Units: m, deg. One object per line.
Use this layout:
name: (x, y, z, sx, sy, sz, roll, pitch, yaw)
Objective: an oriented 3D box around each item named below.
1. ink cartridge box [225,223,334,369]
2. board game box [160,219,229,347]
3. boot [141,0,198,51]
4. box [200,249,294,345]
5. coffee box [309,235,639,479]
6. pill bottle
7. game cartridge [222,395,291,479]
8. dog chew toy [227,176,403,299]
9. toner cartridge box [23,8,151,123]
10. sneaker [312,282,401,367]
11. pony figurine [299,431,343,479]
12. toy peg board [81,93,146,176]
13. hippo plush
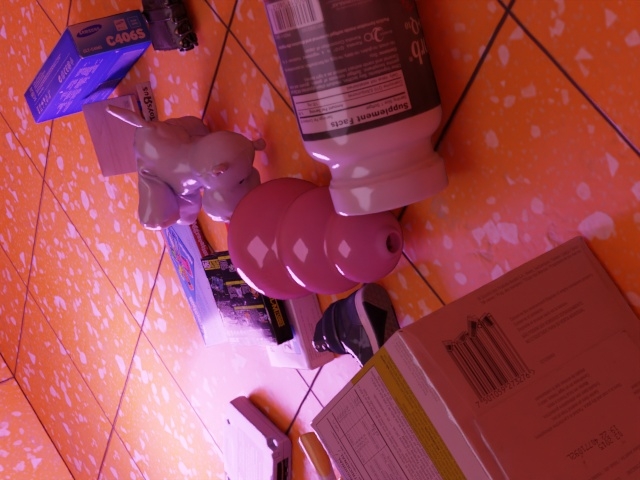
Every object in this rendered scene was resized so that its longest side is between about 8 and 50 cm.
ink cartridge box: (-0.106, 0.093, 2.319, 0.261, 0.066, 0.296, -2, 107, 55)
board game box: (-0.253, 0.084, 2.569, 0.145, 0.027, 0.281, -20, 92, 57)
boot: (-0.274, -0.459, 2.232, 0.263, 0.091, 0.229, 2, 116, 60)
box: (-0.138, 0.106, 2.272, 0.191, 0.045, 0.184, -10, 99, 57)
coffee box: (0.250, 0.261, 1.631, 0.338, 0.338, 0.334, 57, 148, 15)
pill bottle: (0.056, -0.232, 1.742, 0.210, 0.210, 0.362, 1, 110, 56)
game cartridge: (-0.139, 0.482, 2.619, 0.196, 0.060, 0.294, 34, 135, 37)
dog chew toy: (0.000, 0.000, 1.990, 0.332, 0.207, 0.206, 3, 112, 47)
toner cartridge box: (-0.485, -0.355, 2.519, 0.348, 0.165, 0.075, -32, 82, 57)
sneaker: (0.074, 0.200, 2.080, 0.163, 0.086, 0.226, -27, 76, 47)
pony figurine: (0.094, 0.537, 2.087, 0.351, 0.303, 0.363, 56, -164, -49)
toy peg board: (-0.404, -0.228, 2.578, 0.161, 0.079, 0.161, -5, 106, 41)
hippo plush: (-0.205, -0.152, 2.242, 0.237, 0.234, 0.294, 5, 120, 27)
